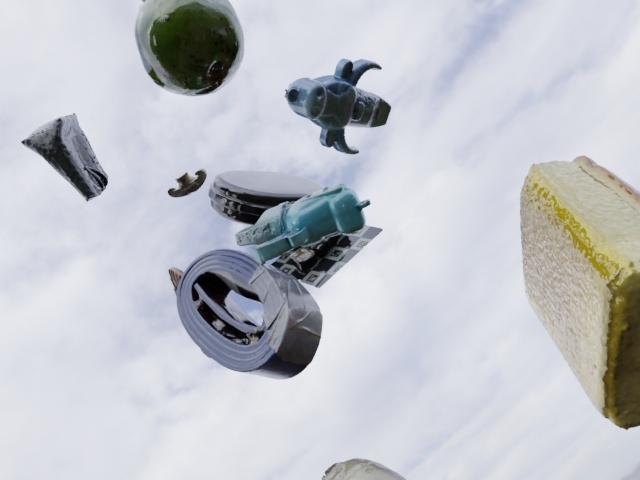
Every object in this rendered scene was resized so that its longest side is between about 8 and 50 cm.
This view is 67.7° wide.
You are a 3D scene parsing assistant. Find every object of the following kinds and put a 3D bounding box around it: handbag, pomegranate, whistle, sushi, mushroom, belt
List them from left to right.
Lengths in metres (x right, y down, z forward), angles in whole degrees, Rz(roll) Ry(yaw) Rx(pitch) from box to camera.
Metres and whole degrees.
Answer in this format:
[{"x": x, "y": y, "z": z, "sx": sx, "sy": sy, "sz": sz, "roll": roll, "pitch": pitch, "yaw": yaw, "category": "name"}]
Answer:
[{"x": -0.518, "y": -0.172, "z": 1.011, "sx": 0.088, "sy": 0.270, "sz": 0.175, "roll": -33, "pitch": -66, "yaw": -6, "category": "handbag"}, {"x": -0.231, "y": -0.353, "z": 0.799, "sx": 0.181, "sy": 0.224, "sz": 0.181, "roll": -29, "pitch": -23, "yaw": -14, "category": "pomegranate"}, {"x": -0.298, "y": -0.127, "z": 1.070, "sx": 0.101, "sy": 0.019, "sz": 0.049, "roll": -32, "pitch": -73, "yaw": 9, "category": "mushroom"}, {"x": -0.152, "y": 0.140, "z": 0.970, "sx": 0.117, "sy": 0.346, "sz": 0.213, "roll": 32, "pitch": -96, "yaw": -47, "category": "belt"}, {"x": -0.126, "y": -0.103, "z": 1.197, "sx": 0.307, "sy": 0.253, "sz": 0.093, "roll": -3, "pitch": -65, "yaw": -33, "category": "handbag"}, {"x": -0.035, "y": -0.034, "z": 0.864, "sx": 0.093, "sy": 0.273, "sz": 0.186, "roll": 68, "pitch": -153, "yaw": -15, "category": "whistle"}, {"x": 0.000, "y": 0.000, "z": 1.071, "sx": 0.215, "sy": 0.192, "sz": 0.051, "roll": -42, "pitch": -55, "yaw": -27, "category": "sushi"}, {"x": 0.040, "y": -0.255, "z": 0.902, "sx": 0.269, "sy": 0.093, "sz": 0.180, "roll": -4, "pitch": -64, "yaw": -40, "category": "whistle"}]

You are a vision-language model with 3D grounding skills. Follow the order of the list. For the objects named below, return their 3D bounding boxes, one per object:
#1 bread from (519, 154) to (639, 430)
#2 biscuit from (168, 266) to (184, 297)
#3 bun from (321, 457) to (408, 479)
[{"x": 0.444, "y": 0.070, "z": 0.758, "sx": 0.143, "sy": 0.333, "sz": 0.324, "roll": -13, "pitch": -56, "yaw": 6, "category": "bread"}, {"x": -0.383, "y": 0.183, "z": 1.399, "sx": 0.031, "sy": 0.229, "sz": 0.176, "roll": -32, "pitch": -11, "yaw": -37, "category": "biscuit"}, {"x": 0.065, "y": 0.327, "z": 0.510, "sx": 0.113, "sy": 0.173, "sz": 0.167, "roll": -45, "pitch": -64, "yaw": -33, "category": "bun"}]
